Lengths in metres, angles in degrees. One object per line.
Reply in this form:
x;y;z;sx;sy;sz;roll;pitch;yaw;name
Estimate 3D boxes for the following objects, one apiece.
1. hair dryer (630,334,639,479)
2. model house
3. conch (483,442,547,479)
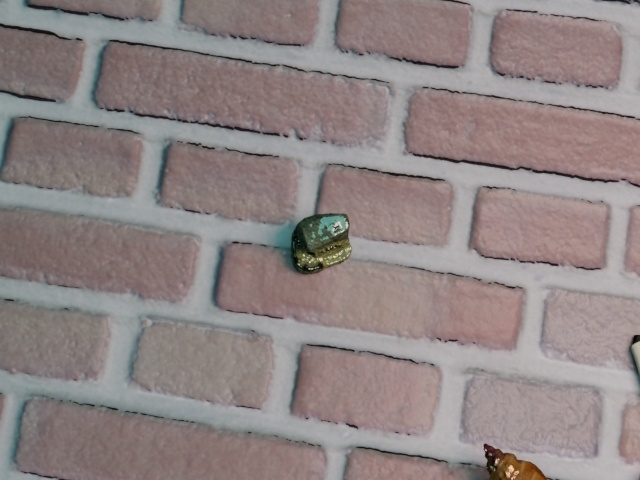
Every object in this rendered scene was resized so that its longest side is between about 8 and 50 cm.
0.440;0.223;1.869;0.131;0.073;0.236;-14;69;-6;hair dryer
0.000;0.000;1.894;0.078;0.083;0.066;-17;80;-5;model house
0.263;0.341;1.821;0.080;0.086;0.233;-25;112;28;conch
